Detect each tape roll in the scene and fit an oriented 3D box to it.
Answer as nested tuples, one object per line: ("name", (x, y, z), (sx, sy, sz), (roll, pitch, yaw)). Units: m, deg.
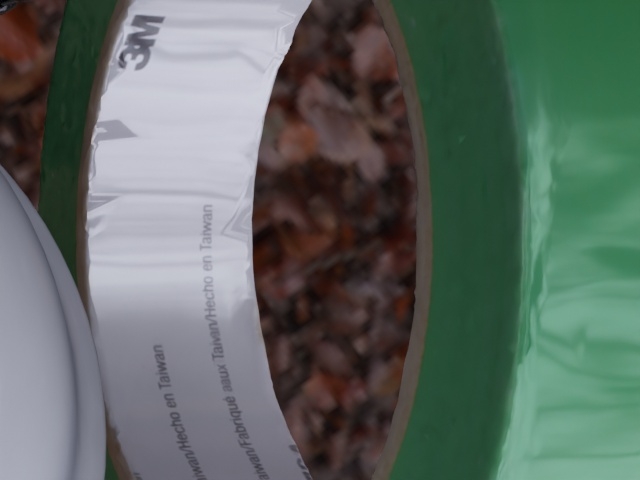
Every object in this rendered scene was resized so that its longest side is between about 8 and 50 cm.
("tape roll", (0.000, 0.000, 0.644), (0.077, 0.321, 0.321), (0, 129, -32))

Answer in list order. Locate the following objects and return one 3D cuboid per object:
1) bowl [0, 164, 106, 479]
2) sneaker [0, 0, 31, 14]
("bowl", (-0.196, 0.039, 0.534), (0.298, 0.298, 0.134), (-17, 166, -22))
("sneaker", (-0.175, -0.097, 0.849), (0.104, 0.296, 0.147), (20, 73, -53))
